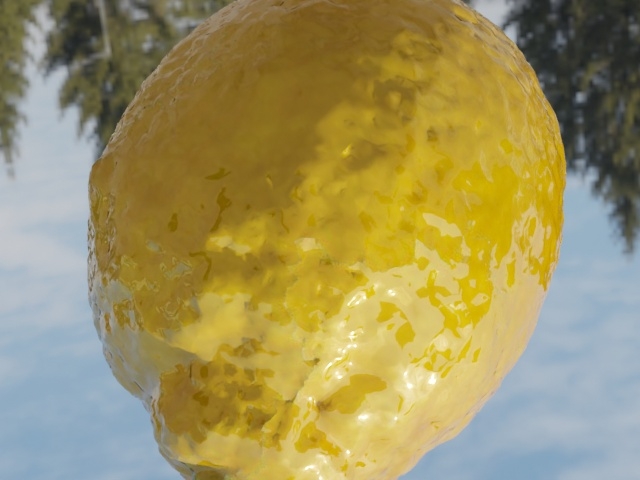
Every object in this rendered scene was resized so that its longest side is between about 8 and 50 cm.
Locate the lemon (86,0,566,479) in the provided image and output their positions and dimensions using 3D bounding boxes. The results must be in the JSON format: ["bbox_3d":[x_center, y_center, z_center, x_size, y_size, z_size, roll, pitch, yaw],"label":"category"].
[{"bbox_3d":[0.000,0.000,0.402,0.142,0.142,0.187,2,-130,26],"label":"lemon"}]
